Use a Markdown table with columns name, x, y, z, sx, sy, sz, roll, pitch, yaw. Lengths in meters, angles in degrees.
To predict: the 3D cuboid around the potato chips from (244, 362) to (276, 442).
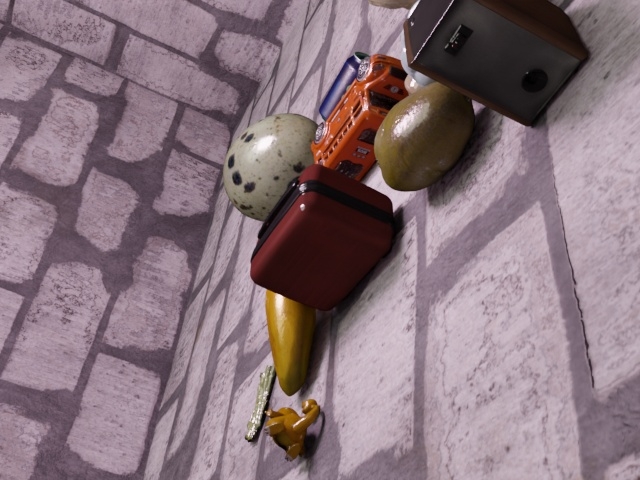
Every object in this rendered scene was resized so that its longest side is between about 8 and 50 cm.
| name | x | y | z | sx | sy | sz | roll | pitch | yaw |
| --- | --- | --- | --- | --- | --- | --- | --- | --- | --- |
| potato chips | -0.155 | 0.410 | 1.892 | 0.092 | 0.028 | 0.207 | -34 | 38 | 59 |

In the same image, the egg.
| name | x | y | z | sx | sy | sz | roll | pitch | yaw |
| --- | --- | --- | --- | --- | --- | --- | --- | --- | --- |
| egg | -0.123 | -0.208 | 2.150 | 0.379 | 0.288 | 0.287 | -29 | 40 | 52 |

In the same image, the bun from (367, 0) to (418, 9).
| name | x | y | z | sx | sy | sz | roll | pitch | yaw |
| --- | --- | --- | --- | --- | --- | --- | --- | --- | --- |
| bun | 0.244 | -0.711 | 1.819 | 0.360 | 0.211 | 0.359 | -156 | 90 | -85 |

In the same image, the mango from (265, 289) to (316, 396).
| name | x | y | z | sx | sy | sz | roll | pitch | yaw |
| --- | --- | --- | --- | --- | --- | --- | --- | --- | --- |
| mango | -0.069 | 0.200 | 1.718 | 0.176 | 0.119 | 0.316 | 107 | 164 | -57 |

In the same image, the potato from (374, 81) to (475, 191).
| name | x | y | z | sx | sy | sz | roll | pitch | yaw |
| --- | --- | --- | --- | --- | --- | --- | --- | --- | --- |
| potato | 0.195 | -0.199 | 1.388 | 0.251 | 0.159 | 0.174 | -40 | 61 | 43 |

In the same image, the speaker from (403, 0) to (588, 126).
| name | x | y | z | sx | sy | sz | roll | pitch | yaw |
| --- | --- | --- | --- | --- | --- | --- | --- | --- | --- |
| speaker | 0.269 | -0.318 | 1.175 | 0.153 | 0.231 | 0.192 | -55 | 21 | 35 |

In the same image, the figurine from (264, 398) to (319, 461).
| name | x | y | z | sx | sy | sz | roll | pitch | yaw |
| --- | --- | --- | --- | --- | --- | --- | --- | --- | --- |
| figurine | -0.055 | 0.376 | 1.555 | 0.122 | 0.121 | 0.176 | -41 | 3 | -9 |

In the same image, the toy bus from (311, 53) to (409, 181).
| name | x | y | z | sx | sy | sz | roll | pitch | yaw |
| --- | --- | --- | --- | --- | --- | --- | --- | --- | --- |
| toy bus | 0.110 | -0.283 | 1.795 | 0.329 | 0.143 | 0.153 | -51 | 33 | 41 |

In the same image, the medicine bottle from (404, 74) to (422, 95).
| name | x | y | z | sx | sy | sz | roll | pitch | yaw |
| --- | --- | --- | --- | --- | --- | --- | --- | --- | --- |
| medicine bottle | 0.232 | -0.318 | 1.496 | 0.252 | 0.114 | 0.114 | -61 | 18 | 23 |

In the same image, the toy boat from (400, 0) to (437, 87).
| name | x | y | z | sx | sy | sz | roll | pitch | yaw |
| --- | --- | --- | --- | --- | --- | --- | --- | --- | --- |
| toy boat | 0.256 | -0.377 | 1.333 | 0.290 | 0.199 | 0.100 | -53 | 3 | 33 |

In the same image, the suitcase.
| name | x | y | z | sx | sy | sz | roll | pitch | yaw |
| --- | --- | --- | --- | --- | --- | --- | --- | --- | --- |
| suitcase | 0.000 | 0.000 | 1.584 | 0.297 | 0.236 | 0.161 | -50 | 23 | 43 |

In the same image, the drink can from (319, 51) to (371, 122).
| name | x | y | z | sx | sy | sz | roll | pitch | yaw |
| --- | --- | --- | --- | --- | --- | --- | --- | --- | --- |
| drink can | 0.086 | -0.408 | 2.053 | 0.205 | 0.118 | 0.118 | -59 | 19 | 28 |
